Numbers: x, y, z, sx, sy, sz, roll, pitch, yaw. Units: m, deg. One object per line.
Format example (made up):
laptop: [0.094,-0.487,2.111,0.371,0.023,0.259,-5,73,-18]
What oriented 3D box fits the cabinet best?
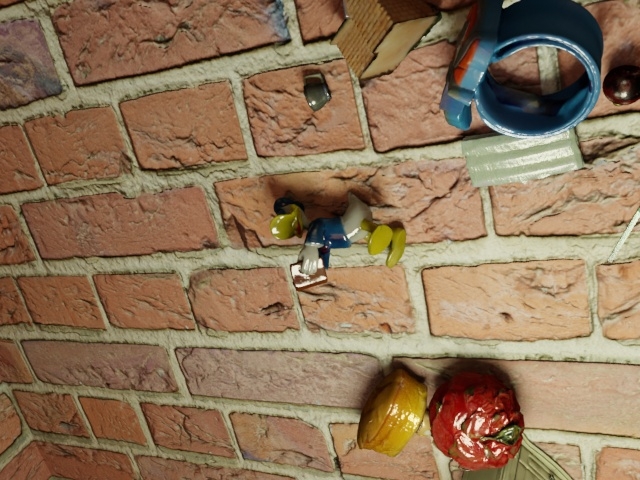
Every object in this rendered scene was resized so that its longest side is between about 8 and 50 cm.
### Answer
cabinet: [0.517,0.734,1.567,0.290,0.318,0.227,42,125,1]

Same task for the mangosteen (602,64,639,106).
mangosteen: [0.580,-0.293,1.144,0.080,0.081,0.081,11,120,20]

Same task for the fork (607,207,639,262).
fork: [0.667,-0.043,1.268,0.039,0.021,0.235,25,123,16]

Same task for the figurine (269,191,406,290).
figurine: [0.000,0.000,1.516,0.338,0.284,0.204,31,169,29]

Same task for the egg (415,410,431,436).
egg: [0.293,0.518,1.707,0.071,0.071,0.083,5,152,24]

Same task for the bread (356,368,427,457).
bread: [0.193,0.481,1.669,0.142,0.195,0.270,23,127,2]

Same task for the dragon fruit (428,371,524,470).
dragon fruit: [0.389,0.468,1.541,0.244,0.244,0.299,32,144,7]

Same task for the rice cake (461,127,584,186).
rice cake: [0.431,-0.186,1.294,0.237,0.043,0.127,-10,112,30]

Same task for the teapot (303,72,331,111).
teapot: [-0.008,-0.352,1.414,0.057,0.066,0.088,-20,83,13]

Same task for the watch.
watch: [0.381,-0.300,1.161,0.274,0.242,0.305,16,146,7]

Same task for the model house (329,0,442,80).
model house: [0.113,-0.459,1.248,0.172,0.166,0.183,55,141,10]
